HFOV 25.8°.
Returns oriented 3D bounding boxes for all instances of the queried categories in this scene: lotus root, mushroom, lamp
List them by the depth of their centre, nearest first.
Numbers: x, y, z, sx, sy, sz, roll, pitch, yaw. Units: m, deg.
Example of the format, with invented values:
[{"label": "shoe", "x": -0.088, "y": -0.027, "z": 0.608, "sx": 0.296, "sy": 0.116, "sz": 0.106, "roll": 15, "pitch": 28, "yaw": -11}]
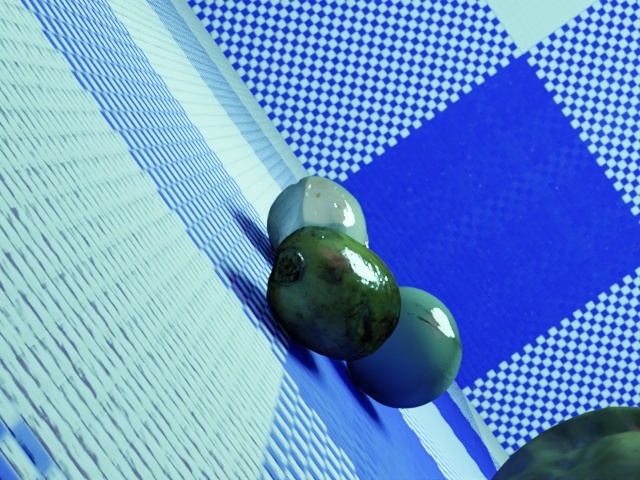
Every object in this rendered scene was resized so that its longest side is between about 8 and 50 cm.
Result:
[{"label": "lotus root", "x": 0.012, "y": 0.041, "z": 1.025, "sx": 0.080, "sy": 0.089, "sz": 0.179, "roll": 10, "pitch": -9, "yaw": 20}, {"label": "lamp", "x": 0.071, "y": 0.092, "z": 1.207, "sx": 0.105, "sy": 0.105, "sz": 0.105, "roll": 54, "pitch": 4, "yaw": -5}, {"label": "mushroom", "x": 0.002, "y": 0.000, "z": 1.287, "sx": 0.212, "sy": 0.088, "sz": 0.097, "roll": 64, "pitch": 2, "yaw": -73}]

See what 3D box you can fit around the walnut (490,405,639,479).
[{"label": "walnut", "x": 0.229, "y": 0.237, "z": 0.992, "sx": 0.248, "sy": 0.248, "sz": 0.248, "roll": 54, "pitch": 4, "yaw": -5}]
